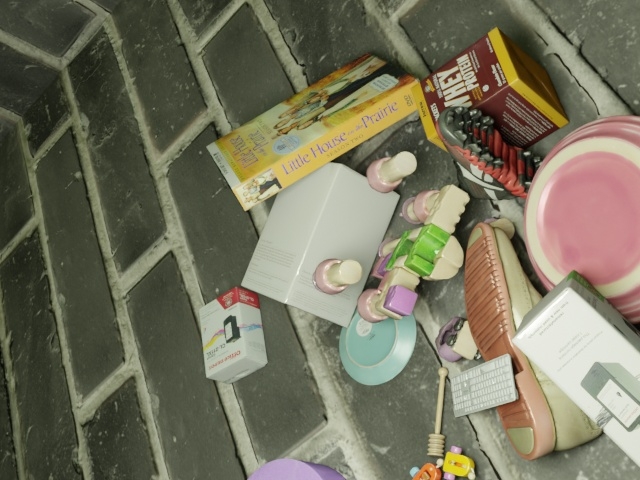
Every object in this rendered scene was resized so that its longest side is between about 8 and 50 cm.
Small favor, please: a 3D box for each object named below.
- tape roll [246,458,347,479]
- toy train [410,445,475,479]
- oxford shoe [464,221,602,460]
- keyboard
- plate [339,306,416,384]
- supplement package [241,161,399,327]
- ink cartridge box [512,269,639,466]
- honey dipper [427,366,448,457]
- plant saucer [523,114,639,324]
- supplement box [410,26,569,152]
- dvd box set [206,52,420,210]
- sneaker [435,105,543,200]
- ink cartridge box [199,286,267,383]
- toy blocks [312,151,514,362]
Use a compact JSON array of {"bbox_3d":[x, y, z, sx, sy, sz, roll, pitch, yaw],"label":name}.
[{"bbox_3d":[-0.050,0.557,1.661,0.275,0.090,0.274,-18,61,35],"label":"tape roll"},{"bbox_3d":[0.230,0.426,1.496,0.125,0.046,0.166,-56,42,10],"label":"toy train"},{"bbox_3d":[0.341,0.153,1.442,0.140,0.147,0.396,118,142,-66],"label":"oxford shoe"},{"bbox_3d":[0.265,0.243,1.452,0.256,0.014,0.072,126,135,-69],"label":"keyboard"},{"bbox_3d":[0.105,0.190,1.726,0.188,0.024,0.188,-18,62,37],"label":"plate"},{"bbox_3d":[0.000,0.000,1.785,0.178,0.175,0.292,17,84,54],"label":"supplement package"},{"bbox_3d":[0.416,0.185,1.244,0.273,0.198,0.115,45,106,9],"label":"ink cartridge box"},{"bbox_3d":[0.212,0.306,1.575,0.031,0.030,0.160,-11,63,39],"label":"honey dipper"},{"bbox_3d":[0.449,-0.033,1.376,0.332,0.084,0.331,-3,86,47],"label":"plant saucer"},{"bbox_3d":[0.309,-0.249,1.612,0.194,0.191,0.129,-33,53,29],"label":"supplement box"},{"bbox_3d":[-0.020,-0.237,1.814,0.421,0.062,0.307,-30,27,-3],"label":"dvd box set"},{"bbox_3d":[0.274,-0.141,1.541,0.135,0.276,0.097,-15,58,42],"label":"sneaker"},{"bbox_3d":[-0.195,0.212,1.954,0.127,0.072,0.175,-31,53,28],"label":"ink cartridge box"},{"bbox_3d":[0.166,0.038,1.638,0.288,0.309,0.260,-62,11,-14],"label":"toy blocks"}]
